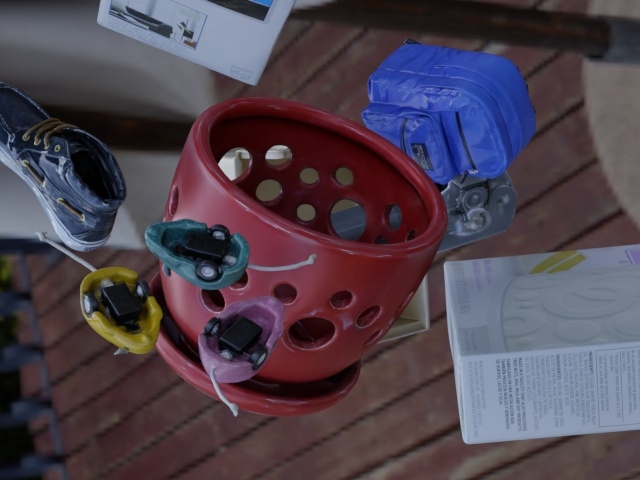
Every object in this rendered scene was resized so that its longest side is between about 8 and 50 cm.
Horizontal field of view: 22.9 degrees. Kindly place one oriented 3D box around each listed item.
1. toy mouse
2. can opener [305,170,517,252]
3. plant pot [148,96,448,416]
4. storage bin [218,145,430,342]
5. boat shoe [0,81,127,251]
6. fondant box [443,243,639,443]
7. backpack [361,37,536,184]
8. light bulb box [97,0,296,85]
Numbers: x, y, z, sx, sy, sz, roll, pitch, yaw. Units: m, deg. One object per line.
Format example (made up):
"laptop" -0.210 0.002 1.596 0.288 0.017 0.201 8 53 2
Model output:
"toy mouse" -0.064 0.037 0.909 0.161 0.143 0.031 49 142 31
"can opener" 0.054 -0.015 1.522 0.095 0.283 0.076 -124 22 -55
"plant pot" -0.028 0.018 1.121 0.191 0.191 0.174 53 129 43
"storage bin" 0.000 0.000 1.977 0.123 0.260 0.262 8 104 47
"boat shoe" -0.233 -0.083 1.381 0.183 0.065 0.083 52 141 11
"fondant box" 0.288 0.087 1.493 0.238 0.330 0.096 -88 -7 -70
"backpack" 0.103 -0.092 1.238 0.120 0.101 0.098 8 138 37
"light bulb box" -0.093 -0.432 1.860 0.361 0.225 0.358 129 160 -71
